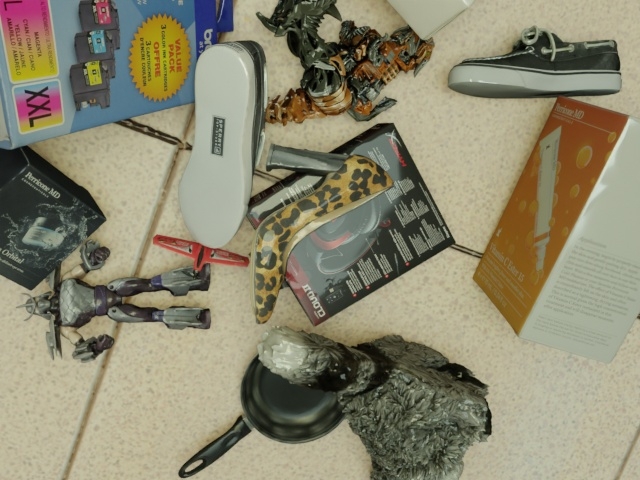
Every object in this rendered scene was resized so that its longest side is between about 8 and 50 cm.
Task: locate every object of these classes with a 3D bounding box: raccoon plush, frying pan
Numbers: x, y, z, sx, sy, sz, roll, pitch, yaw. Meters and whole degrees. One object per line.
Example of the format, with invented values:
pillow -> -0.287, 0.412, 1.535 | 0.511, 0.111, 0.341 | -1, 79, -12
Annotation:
raccoon plush -> 0.064, 0.313, 1.021 | 0.446, 0.216, 0.299 | 20, 102, -12
frying pan -> -0.074, 0.305, 1.074 | 0.197, 0.053, 0.326 | 33, 96, -14

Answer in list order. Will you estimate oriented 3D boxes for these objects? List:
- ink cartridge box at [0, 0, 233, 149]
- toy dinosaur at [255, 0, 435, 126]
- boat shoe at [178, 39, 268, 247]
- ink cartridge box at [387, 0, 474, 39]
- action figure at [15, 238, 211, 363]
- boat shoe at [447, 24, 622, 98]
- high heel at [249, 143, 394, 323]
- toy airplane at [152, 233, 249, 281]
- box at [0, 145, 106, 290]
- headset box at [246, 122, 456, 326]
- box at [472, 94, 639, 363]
ink cartridge box -> -0.269, -0.296, 0.780 | 0.151, 0.395, 0.270 | 17, 120, 27
toy dinosaur -> 0.013, -0.262, 0.937 | 0.322, 0.164, 0.218 | -37, 121, -20
boat shoe -> -0.129, -0.134, 0.892 | 0.108, 0.102, 0.301 | 18, 119, 17
ink cartridge box -> 0.180, -0.464, 0.882 | 0.207, 0.117, 0.283 | 43, 69, -14
action figure -> -0.315, 0.090, 0.965 | 0.284, 0.099, 0.186 | -2, 83, -17
boat shoe -> 0.345, -0.286, 0.996 | 0.306, 0.113, 0.105 | -3, 95, -11
high heel -> 0.000, 0.000, 0.887 | 0.186, 0.093, 0.261 | 9, 88, -2
toy airplane -> -0.183, 0.002, 0.971 | 0.151, 0.151, 0.028 | 15, 137, -11
box -> -0.426, -0.037, 0.892 | 0.158, 0.093, 0.156 | -44, 142, -2
headset box -> 0.029, -0.022, 0.996 | 0.293, 0.110, 0.218 | -31, 103, -2
box -> 0.411, -0.024, 0.976 | 0.168, 0.215, 0.345 | 17, 107, -12
